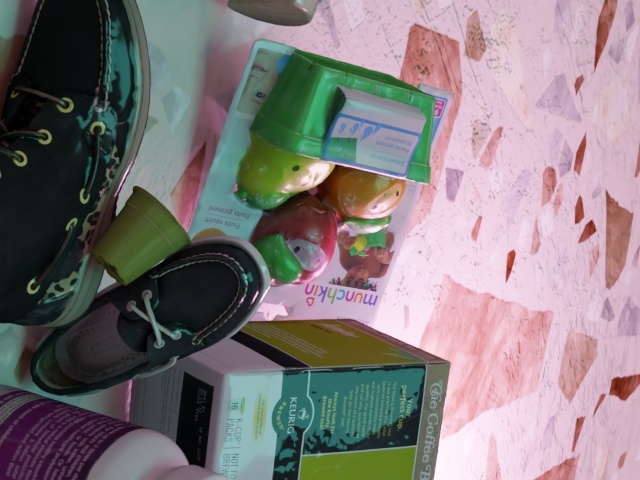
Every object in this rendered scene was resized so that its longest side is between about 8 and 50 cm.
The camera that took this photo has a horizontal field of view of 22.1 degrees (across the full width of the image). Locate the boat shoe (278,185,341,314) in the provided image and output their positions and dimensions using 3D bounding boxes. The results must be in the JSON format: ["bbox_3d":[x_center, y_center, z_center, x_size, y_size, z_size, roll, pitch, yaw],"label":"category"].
[{"bbox_3d":[0.000,0.000,2.162,0.070,0.078,0.219,-1,100,-57],"label":"boat shoe"}]

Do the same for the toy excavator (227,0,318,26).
[{"bbox_3d":[-0.141,-0.378,1.692,0.433,0.445,0.222,21,81,-17],"label":"toy excavator"}]

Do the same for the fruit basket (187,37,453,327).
[{"bbox_3d":[-0.002,-0.047,2.011,0.327,0.165,0.353,12,97,-37],"label":"fruit basket"}]

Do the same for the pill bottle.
[{"bbox_3d":[-0.236,0.258,1.649,0.169,0.301,0.169,-27,122,-52],"label":"pill bottle"}]

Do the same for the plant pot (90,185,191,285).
[{"bbox_3d":[-0.186,0.002,1.646,0.079,0.083,0.083,-46,140,-14],"label":"plant pot"}]

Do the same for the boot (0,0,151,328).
[{"bbox_3d":[-0.311,-0.088,1.573,0.284,0.138,0.377,-5,111,-60],"label":"boot"}]

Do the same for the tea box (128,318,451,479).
[{"bbox_3d":[-0.049,0.278,1.947,0.323,0.220,0.329,2,101,-34],"label":"tea box"}]

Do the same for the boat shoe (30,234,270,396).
[{"bbox_3d":[-0.181,0.090,1.704,0.114,0.302,0.091,57,35,0],"label":"boat shoe"}]
